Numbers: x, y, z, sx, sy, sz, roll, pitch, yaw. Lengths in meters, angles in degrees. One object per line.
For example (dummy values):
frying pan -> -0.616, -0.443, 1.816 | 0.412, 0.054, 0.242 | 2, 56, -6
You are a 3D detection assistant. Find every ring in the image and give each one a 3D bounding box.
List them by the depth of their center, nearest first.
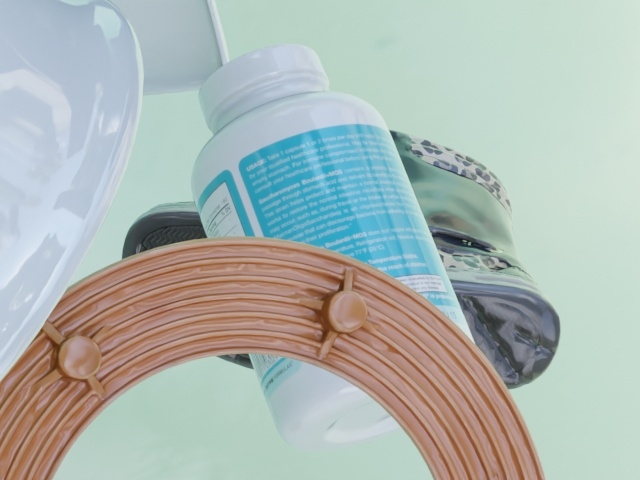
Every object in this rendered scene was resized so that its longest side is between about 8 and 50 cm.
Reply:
ring -> -0.033, 0.164, 0.953 | 0.337, 0.032, 0.336 | 2, 84, -17

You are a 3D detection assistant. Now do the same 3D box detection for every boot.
boot -> 0.020, 0.000, 1.739 | 0.377, 0.284, 0.138 | 9, 116, -3

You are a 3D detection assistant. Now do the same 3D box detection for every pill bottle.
pill bottle -> 0.000, 0.000, 1.326 | 0.146, 0.146, 0.264 | -11, 68, -26

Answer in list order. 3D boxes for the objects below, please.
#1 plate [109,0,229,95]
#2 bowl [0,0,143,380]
plate -> -0.201, -0.259, 1.696 | 0.045, 0.278, 0.277 | -25, 106, -50
bowl -> -0.224, -0.027, 0.797 | 0.134, 0.298, 0.298 | 43, 62, -32
